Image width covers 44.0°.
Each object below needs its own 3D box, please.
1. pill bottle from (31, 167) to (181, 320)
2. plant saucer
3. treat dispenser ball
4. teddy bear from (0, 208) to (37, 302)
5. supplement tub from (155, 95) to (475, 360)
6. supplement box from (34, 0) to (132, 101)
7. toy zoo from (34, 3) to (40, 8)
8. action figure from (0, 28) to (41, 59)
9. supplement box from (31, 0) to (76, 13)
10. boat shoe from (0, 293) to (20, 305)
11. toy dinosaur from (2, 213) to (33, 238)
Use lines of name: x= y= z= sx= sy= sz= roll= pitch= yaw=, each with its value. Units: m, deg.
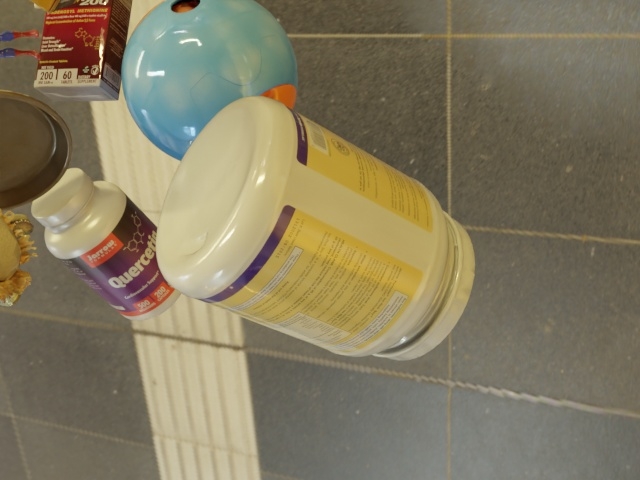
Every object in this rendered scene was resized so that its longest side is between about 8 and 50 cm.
pill bottle: x=-0.418 y=0.008 z=1.584 sx=0.181 sy=0.182 sz=0.323 roll=-10 pitch=138 yaw=28
plant saucer: x=-0.564 y=-0.152 z=1.343 sx=0.278 sy=0.277 sz=0.041 roll=-53 pitch=51 yaw=33
treat dispenser ball: x=-0.180 y=-0.265 z=1.303 sx=0.288 sy=0.288 sz=0.288 roll=10 pitch=117 yaw=20
teddy bear: x=-0.337 y=0.076 z=0.512 sx=0.113 sy=0.338 sz=0.245 roll=-2 pitch=156 yaw=41
supplement tub: x=0.000 y=0.000 z=0.953 sx=0.331 sy=0.241 sz=0.241 roll=26 pitch=130 yaw=-32
supplement box: x=-0.408 y=-0.366 z=1.380 sx=0.130 sy=0.073 sz=0.240 roll=1 pitch=78 yaw=14
toy zoo: x=-0.464 y=-0.594 z=1.496 sx=0.192 sy=0.030 sz=0.294 roll=0 pitch=101 yaw=11
action figure: x=-0.346 y=-0.198 z=0.808 sx=0.030 sy=0.115 sz=0.038 roll=39 pitch=132 yaw=46
supplement box: x=-0.286 y=-0.324 z=0.728 sx=0.191 sy=0.194 sz=0.129 roll=34 pitch=100 yaw=-19
boat shoe: x=-0.549 y=0.078 z=1.289 sx=0.135 sy=0.050 sz=0.045 roll=-2 pitch=147 yaw=24
toy dinosaur: x=-0.492 y=-0.043 z=0.981 sx=0.268 sy=0.064 sz=0.118 roll=-3 pitch=80 yaw=9
